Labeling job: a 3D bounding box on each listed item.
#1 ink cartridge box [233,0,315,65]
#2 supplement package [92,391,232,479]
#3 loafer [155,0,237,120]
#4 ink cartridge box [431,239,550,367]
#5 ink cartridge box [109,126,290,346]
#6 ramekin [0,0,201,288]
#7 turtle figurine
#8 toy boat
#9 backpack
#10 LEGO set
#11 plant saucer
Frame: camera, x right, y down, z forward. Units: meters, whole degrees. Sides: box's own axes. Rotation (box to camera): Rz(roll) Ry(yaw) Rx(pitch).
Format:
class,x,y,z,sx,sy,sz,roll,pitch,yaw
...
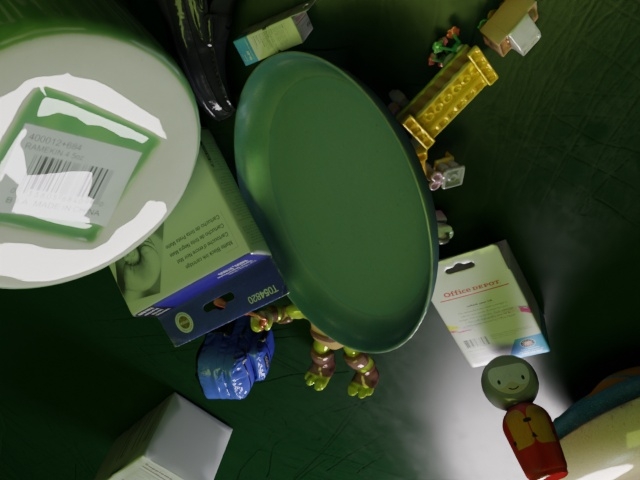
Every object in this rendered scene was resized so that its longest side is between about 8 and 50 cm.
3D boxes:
class,x,y,z,sx,sy,sz,roll,pitch,yaw
ink cartridge box,-0.039,-0.208,0.574,0.083,0.048,0.028,-14,122,24
supplement package,-0.296,0.408,1.055,0.139,0.133,0.244,39,126,-16
loafer,-0.118,-0.224,0.565,0.078,0.076,0.223,-17,127,-1
ink cartridge box,0.202,0.069,0.716,0.104,0.061,0.181,-20,120,26
ink cartridge box,-0.175,0.010,0.719,0.223,0.045,0.223,-28,89,30
ramekin,-0.262,-0.099,0.537,0.148,0.304,0.303,43,136,29
turtle figurine,0.004,0.122,0.792,0.270,0.087,0.217,-2,133,10
toy boat,0.348,0.224,0.733,0.319,0.148,0.267,11,136,-28
backpack,-0.125,0.167,0.837,0.101,0.120,0.097,-2,125,16
LEGO set,0.103,-0.123,0.596,0.132,0.107,0.286,-5,129,-26
plant saucer,0.010,-0.036,0.599,0.318,0.044,0.317,36,138,41
